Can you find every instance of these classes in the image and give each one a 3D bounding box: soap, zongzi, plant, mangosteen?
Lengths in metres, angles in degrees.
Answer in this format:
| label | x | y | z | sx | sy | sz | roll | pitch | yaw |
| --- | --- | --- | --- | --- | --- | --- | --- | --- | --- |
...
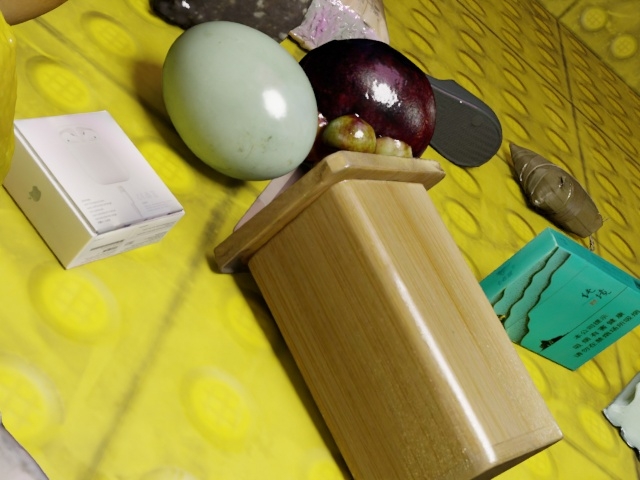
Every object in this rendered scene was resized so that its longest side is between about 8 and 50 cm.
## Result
| label | x | y | z | sx | sy | sz | roll | pitch | yaw |
| --- | --- | --- | --- | --- | --- | --- | --- | --- | --- |
| soap | 0.518 | 0.244 | 1.412 | 0.150 | 0.094 | 0.261 | 53 | 29 | 12 |
| zongzi | 0.422 | -0.087 | 1.749 | 0.189 | 0.081 | 0.178 | 33 | 20 | -33 |
| plant | -0.157 | -0.380 | 1.224 | 0.321 | 0.194 | 0.181 | 30 | 28 | -33 |
| mangosteen | 0.045 | -0.142 | 1.209 | 0.194 | 0.194 | 0.230 | 31 | 51 | -25 |

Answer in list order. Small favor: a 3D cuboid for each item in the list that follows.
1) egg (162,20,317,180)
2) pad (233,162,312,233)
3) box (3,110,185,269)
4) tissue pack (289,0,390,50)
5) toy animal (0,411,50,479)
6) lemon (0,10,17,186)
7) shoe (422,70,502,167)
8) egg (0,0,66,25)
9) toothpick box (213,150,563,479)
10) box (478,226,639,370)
| label | x | y | z | sx | sy | sz | roll | pitch | yaw |
| --- | --- | --- | --- | --- | --- | --- | --- | --- | --- |
| egg | -0.088 | -0.151 | 1.061 | 0.192 | 0.149 | 0.149 | 51 | 29 | 7 |
| pad | 0.000 | 0.000 | 1.136 | 0.176 | 0.002 | 0.266 | 42 | 28 | -6 |
| box | -0.207 | -0.051 | 0.876 | 0.129 | 0.051 | 0.130 | 51 | 28 | 10 |
| tissue pack | 0.006 | -0.388 | 1.528 | 0.215 | 0.123 | 0.256 | 35 | 31 | -23 |
| toy animal | -0.216 | 0.169 | 0.472 | 0.208 | 0.156 | 0.204 | 43 | 29 | 12 |
| lemon | -0.313 | -0.076 | 0.547 | 0.268 | 0.268 | 0.321 | 38 | 25 | -14 |
| shoe | 0.189 | -0.215 | 1.562 | 0.241 | 0.108 | 0.093 | 29 | 36 | -22 |
| egg | -0.321 | -0.318 | 0.831 | 0.282 | 0.283 | 0.351 | 55 | 20 | 17 |
| toothpick box | 0.071 | 0.092 | 0.934 | 0.188 | 0.190 | 0.308 | 0 | 58 | -53 |
| box | 0.315 | 0.082 | 1.282 | 0.226 | 0.161 | 0.042 | 26 | 34 | -33 |
